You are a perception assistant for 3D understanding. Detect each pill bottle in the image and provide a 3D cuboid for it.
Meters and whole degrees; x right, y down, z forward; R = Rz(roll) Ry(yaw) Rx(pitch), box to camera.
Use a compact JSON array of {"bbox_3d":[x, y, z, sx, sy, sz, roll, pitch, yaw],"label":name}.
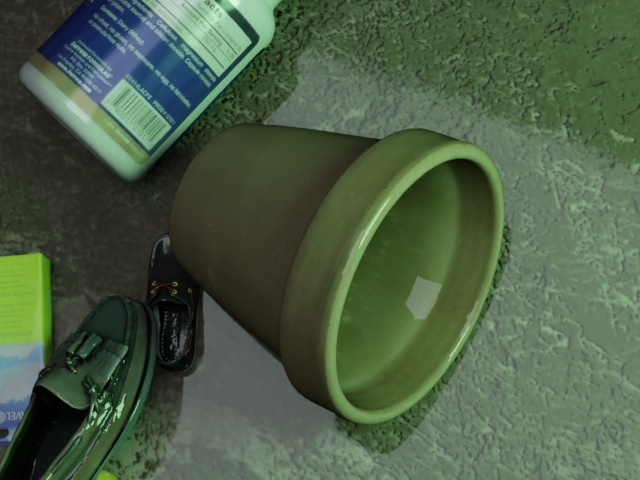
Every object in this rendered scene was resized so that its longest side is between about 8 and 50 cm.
[{"bbox_3d":[-0.138,-0.194,1.818,0.153,0.153,0.264,42,85,14],"label":"pill bottle"}]

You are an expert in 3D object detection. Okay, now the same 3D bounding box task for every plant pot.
[{"bbox_3d":[0.000,0.000,1.730,0.229,0.263,0.263,25,82,31],"label":"plant pot"}]

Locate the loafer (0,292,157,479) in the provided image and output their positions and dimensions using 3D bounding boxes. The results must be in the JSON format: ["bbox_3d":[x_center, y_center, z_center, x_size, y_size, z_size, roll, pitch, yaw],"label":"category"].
[{"bbox_3d":[-0.226,0.161,1.742,0.096,0.084,0.267,5,66,41],"label":"loafer"}]

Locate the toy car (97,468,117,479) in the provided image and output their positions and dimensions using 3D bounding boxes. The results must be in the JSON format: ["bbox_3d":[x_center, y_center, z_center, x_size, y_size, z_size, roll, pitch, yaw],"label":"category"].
[{"bbox_3d":[-0.248,0.343,1.766,0.225,0.053,0.239,-26,75,1],"label":"toy car"}]

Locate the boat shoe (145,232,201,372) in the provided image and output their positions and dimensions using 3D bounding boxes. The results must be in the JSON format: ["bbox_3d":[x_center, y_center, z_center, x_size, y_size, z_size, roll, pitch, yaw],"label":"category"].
[{"bbox_3d":[-0.137,0.055,1.821,0.049,0.042,0.133,-6,76,9],"label":"boat shoe"}]

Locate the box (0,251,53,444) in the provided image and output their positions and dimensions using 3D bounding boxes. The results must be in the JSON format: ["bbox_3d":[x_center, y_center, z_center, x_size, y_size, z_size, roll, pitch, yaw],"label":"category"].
[{"bbox_3d":[-0.303,0.105,1.831,0.109,0.042,0.178,-5,77,7],"label":"box"}]
